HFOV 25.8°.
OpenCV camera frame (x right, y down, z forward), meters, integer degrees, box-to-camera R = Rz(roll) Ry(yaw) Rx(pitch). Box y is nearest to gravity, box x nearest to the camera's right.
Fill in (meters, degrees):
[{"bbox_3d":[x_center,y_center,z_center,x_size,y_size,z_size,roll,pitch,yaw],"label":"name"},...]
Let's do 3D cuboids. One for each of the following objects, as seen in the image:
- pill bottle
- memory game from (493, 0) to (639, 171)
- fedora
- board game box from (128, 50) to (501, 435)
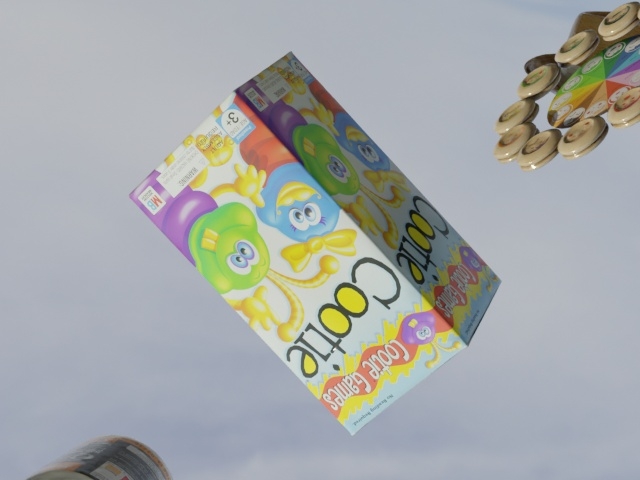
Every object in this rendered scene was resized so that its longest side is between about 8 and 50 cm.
[{"bbox_3d":[-0.277,0.328,1.606,0.162,0.162,0.278,10,-174,10],"label":"pill bottle"},{"bbox_3d":[0.196,-0.115,0.975,0.186,0.012,0.186,-35,-159,16],"label":"memory game"},{"bbox_3d":[0.291,-0.174,1.327,0.194,0.079,0.194,7,-158,-3],"label":"fedora"},{"bbox_3d":[0.000,0.000,1.186,0.275,0.144,0.142,47,-153,-3],"label":"board game box"}]
